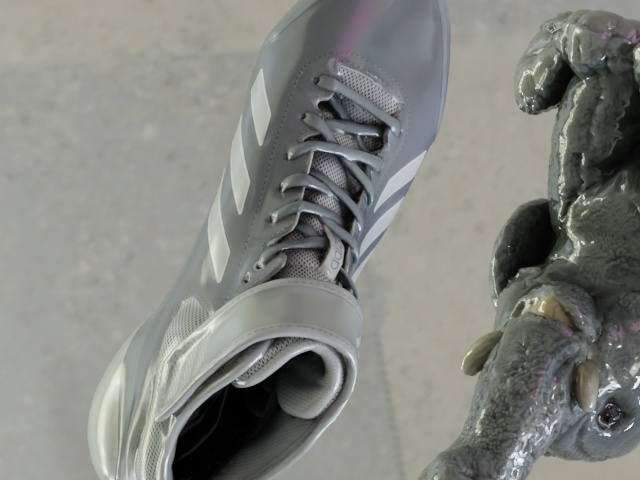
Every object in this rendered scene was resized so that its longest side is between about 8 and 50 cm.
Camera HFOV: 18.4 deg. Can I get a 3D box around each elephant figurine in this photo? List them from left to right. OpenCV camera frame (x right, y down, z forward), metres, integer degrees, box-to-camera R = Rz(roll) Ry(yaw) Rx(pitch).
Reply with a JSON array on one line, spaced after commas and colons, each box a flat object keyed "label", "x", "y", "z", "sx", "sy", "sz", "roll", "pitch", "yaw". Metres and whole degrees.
[{"label": "elephant figurine", "x": 0.134, "y": 0.026, "z": 0.893, "sx": 0.186, "sy": 0.169, "sz": 0.239, "roll": 15, "pitch": 95, "yaw": -15}]

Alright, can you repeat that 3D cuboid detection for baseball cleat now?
[{"label": "baseball cleat", "x": 0.000, "y": 0.000, "z": 0.629, "sx": 0.072, "sy": 0.109, "sz": 0.205, "roll": 27, "pitch": 85, "yaw": -23}]
